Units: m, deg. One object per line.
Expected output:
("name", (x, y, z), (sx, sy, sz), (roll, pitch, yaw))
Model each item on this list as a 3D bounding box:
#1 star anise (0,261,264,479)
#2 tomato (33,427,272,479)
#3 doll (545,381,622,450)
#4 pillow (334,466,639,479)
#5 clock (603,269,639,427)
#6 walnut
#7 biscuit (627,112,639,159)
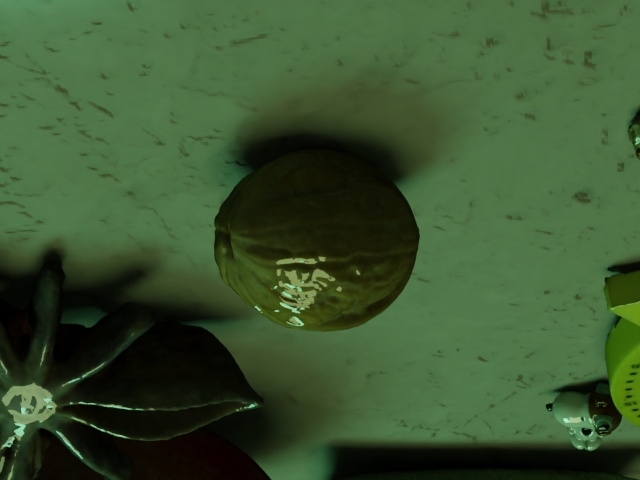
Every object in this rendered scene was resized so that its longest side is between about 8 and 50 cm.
("star anise", (-0.199, 0.102, 1.004), (0.258, 0.110, 0.198), (-29, 118, 14))
("tomato", (-0.132, 0.261, 1.140), (0.265, 0.264, 0.265), (-2, 150, -1))
("doll", (0.215, 0.143, 1.177), (0.058, 0.040, 0.085), (-3, 149, 28))
("pillow", (0.139, 0.250, 1.323), (0.303, 0.074, 0.185), (2, 152, -5))
("clock", (0.344, 0.088, 1.053), (0.277, 0.071, 0.293), (-16, 148, 22))
("walnut", (0.000, 0.000, 0.853), (0.125, 0.105, 0.105), (-6, 154, -25))
("biscuit", (0.302, -0.053, 0.848), (0.237, 0.026, 0.131), (-11, 148, 14))
